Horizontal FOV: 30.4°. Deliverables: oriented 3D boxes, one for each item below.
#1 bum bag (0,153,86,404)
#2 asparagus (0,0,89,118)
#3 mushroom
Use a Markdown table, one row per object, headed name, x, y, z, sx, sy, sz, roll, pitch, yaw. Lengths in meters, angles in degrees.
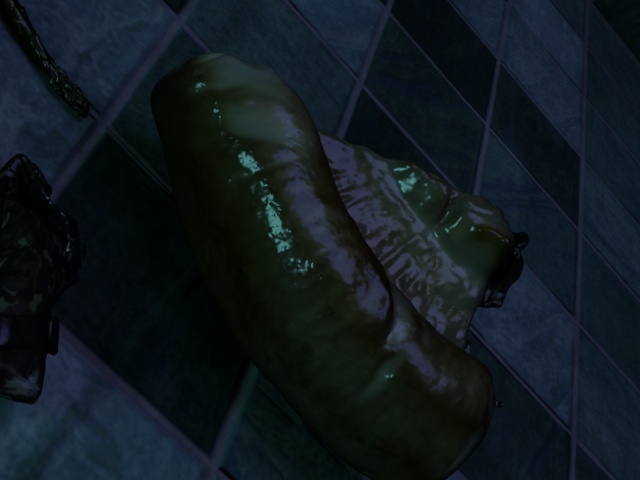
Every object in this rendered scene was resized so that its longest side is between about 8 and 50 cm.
| name | x | y | z | sx | sy | sz | roll | pitch | yaw |
| --- | --- | --- | --- | --- | --- | --- | --- | --- | --- |
| bum bag | -0.233 | 0.031 | 0.901 | 0.248 | 0.069 | 0.102 | -80 | 153 | -53 |
| asparagus | -0.289 | -0.219 | 1.107 | 0.248 | 0.025 | 0.024 | 57 | -13 | 1 |
| mushroom | -0.023 | 0.023 | 1.116 | 0.397 | 0.224 | 0.313 | 34 | 50 | -21 |
